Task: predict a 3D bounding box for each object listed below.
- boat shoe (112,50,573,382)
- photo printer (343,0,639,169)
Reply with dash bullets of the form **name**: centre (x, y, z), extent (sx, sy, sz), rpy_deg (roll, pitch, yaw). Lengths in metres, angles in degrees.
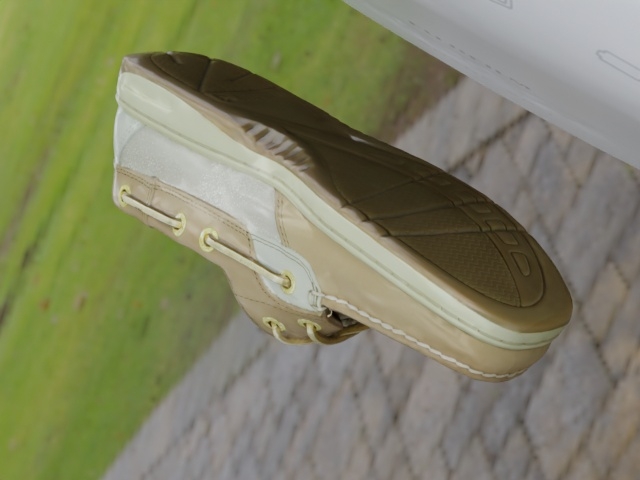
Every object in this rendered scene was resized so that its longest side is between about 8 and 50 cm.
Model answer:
- **boat shoe**: centre (0.000, 0.000, 0.413), extent (0.135, 0.050, 0.045), rpy_deg (35, 118, 39)
- **photo printer**: centre (0.077, -0.102, 0.571), extent (0.107, 0.256, 0.307), rpy_deg (-60, -9, 4)
